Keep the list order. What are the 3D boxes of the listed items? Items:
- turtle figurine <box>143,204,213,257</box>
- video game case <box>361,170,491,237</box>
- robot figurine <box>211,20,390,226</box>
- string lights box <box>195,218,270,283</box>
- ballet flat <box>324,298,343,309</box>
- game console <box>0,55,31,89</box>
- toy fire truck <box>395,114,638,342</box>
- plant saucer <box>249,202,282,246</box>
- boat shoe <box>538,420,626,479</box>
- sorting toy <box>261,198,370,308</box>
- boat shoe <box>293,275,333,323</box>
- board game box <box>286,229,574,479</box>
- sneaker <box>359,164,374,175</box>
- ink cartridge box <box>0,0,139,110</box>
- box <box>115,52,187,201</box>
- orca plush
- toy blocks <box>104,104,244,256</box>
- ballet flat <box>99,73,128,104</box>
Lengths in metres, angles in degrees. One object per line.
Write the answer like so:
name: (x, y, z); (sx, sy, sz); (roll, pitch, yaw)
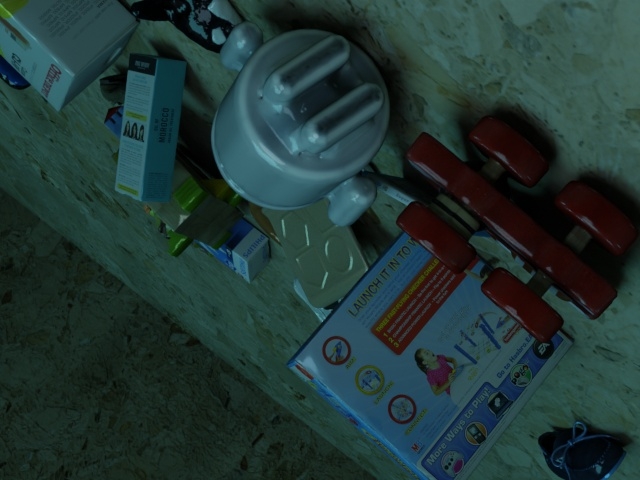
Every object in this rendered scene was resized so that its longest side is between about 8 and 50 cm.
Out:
turtle figurine: (-0.343, -0.047, 2.588); (0.217, 0.087, 0.269); (31, 160, 31)
video game case: (0.149, -0.050, 1.525); (0.166, 0.015, 0.119); (32, -165, 29)
robot figurine: (-0.032, -0.151, 1.457); (0.299, 0.200, 0.353); (58, 162, -1)
string lights box: (-0.231, -0.030, 2.402); (0.260, 0.076, 0.133); (37, 161, 14)
ballet flat: (0.041, 0.069, 2.036); (0.096, 0.095, 0.280); (23, 158, 16)
game console: (-0.660, -0.413, 2.256); (0.293, 0.250, 0.173); (41, 137, 1)
toy fire truck: (0.231, -0.011, 1.337); (0.302, 0.169, 0.254); (40, -178, 10)
plant saucer: (-0.066, -0.029, 2.115); (0.200, 0.037, 0.200); (38, 163, 14)
boat shoe: (0.433, 0.371, 1.897); (0.089, 0.109, 0.258); (45, 161, 1)
sorting toy: (0.000, 0.000, 1.888); (0.193, 0.038, 0.208); (-33, 85, 52)
boat shoe: (0.020, 0.134, 2.300); (0.184, 0.066, 0.063); (51, 164, 3)
board game box: (0.163, 0.168, 1.637); (0.302, 0.308, 0.086); (42, 165, -1)
sneaker: (-0.029, -0.118, 1.668); (0.217, 0.121, 0.079); (40, 164, 6)
ink cartridge box: (-0.525, -0.433, 1.908); (0.385, 0.160, 0.279); (44, 163, -9)
box: (-0.293, -0.194, 1.892); (0.060, 0.244, 0.101); (1, -167, -38)
orca plush: (-0.226, -0.358, 1.537); (0.151, 0.102, 0.287); (17, 151, 53)
toy blocks: (-0.298, -0.124, 2.134); (0.261, 0.191, 0.381); (45, -178, 11)
ballet flat: (-0.352, -0.272, 2.049); (0.250, 0.084, 0.058); (21, 124, 58)
